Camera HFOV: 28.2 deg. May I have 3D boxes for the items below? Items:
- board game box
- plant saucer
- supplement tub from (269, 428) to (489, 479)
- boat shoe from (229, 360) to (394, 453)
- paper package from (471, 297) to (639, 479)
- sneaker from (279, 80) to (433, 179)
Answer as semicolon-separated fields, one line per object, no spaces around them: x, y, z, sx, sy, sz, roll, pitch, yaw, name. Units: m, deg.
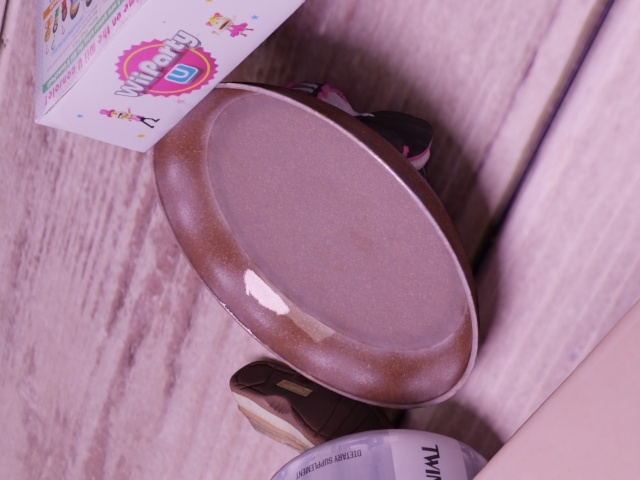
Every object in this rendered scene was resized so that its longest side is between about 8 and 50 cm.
-0.119;-0.252;0.928;0.224;0.097;0.303;-34;50;46;board game box
0.000;0.000;0.989;0.310;0.050;0.311;29;144;24;plant saucer
0.059;0.320;0.896;0.338;0.207;0.207;-96;25;-47;supplement tub
-0.001;0.165;1.110;0.190;0.068;0.072;23;134;47;boat shoe
0.250;0.205;0.674;0.309;0.168;0.325;-47;56;1;paper package
0.009;-0.067;0.998;0.178;0.072;0.077;27;133;40;sneaker
